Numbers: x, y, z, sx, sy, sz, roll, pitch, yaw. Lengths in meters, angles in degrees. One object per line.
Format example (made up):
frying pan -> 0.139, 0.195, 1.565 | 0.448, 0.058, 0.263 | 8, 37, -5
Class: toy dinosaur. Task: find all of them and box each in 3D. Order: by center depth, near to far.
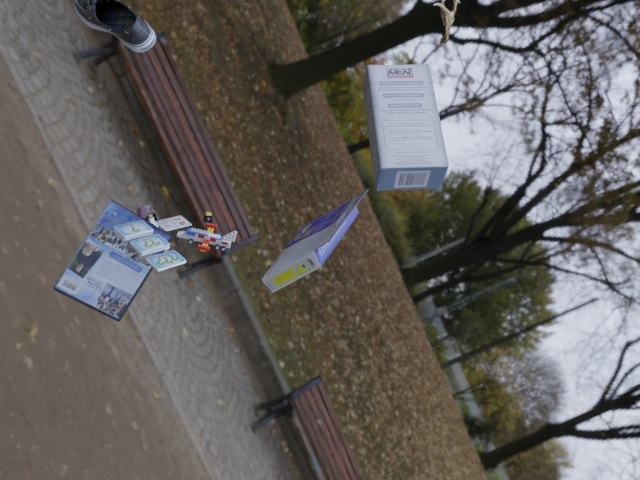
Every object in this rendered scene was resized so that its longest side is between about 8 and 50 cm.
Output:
toy dinosaur -> 0.331, -0.586, 1.611 | 0.183, 0.053, 0.093 | 48, 50, -67

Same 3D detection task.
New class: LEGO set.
LEGO set -> -0.317, -0.022, 1.420 | 0.182, 0.244, 0.060 | 35, -56, 31

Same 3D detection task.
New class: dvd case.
dvd case -> -0.504, 0.052, 1.519 | 0.180, 0.253, 0.022 | 35, -9, -30

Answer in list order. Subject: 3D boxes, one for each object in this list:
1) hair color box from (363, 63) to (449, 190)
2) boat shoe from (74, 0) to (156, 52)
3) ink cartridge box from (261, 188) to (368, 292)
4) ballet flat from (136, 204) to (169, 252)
hair color box -> 0.233, -0.325, 1.748 | 0.114, 0.185, 0.375 | 94, -7, -60
boat shoe -> -0.420, -0.449, 1.222 | 0.228, 0.080, 0.076 | 40, -8, 24
ink cartridge box -> 0.000, 0.000, 1.862 | 0.072, 0.307, 0.304 | 53, 40, -13
ballet flat -> -0.525, -0.006, 1.957 | 0.079, 0.076, 0.222 | 34, -41, 51
